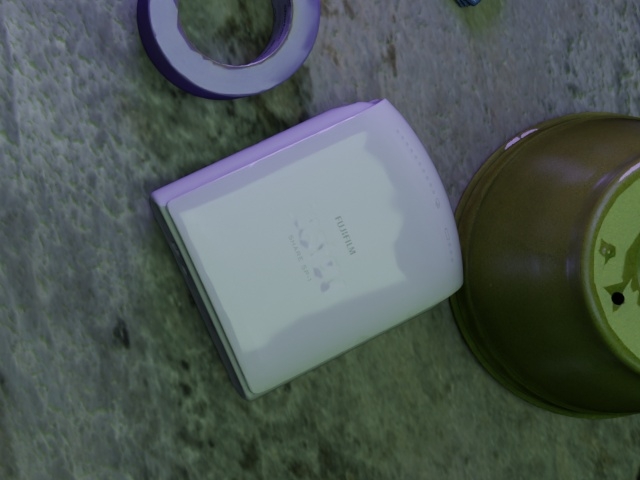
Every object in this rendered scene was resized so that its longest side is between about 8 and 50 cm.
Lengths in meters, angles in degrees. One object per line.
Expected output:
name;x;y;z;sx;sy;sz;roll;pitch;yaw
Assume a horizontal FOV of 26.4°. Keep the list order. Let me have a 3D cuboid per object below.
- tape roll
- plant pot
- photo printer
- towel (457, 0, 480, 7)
tape roll;-0.101;-0.248;1.482;0.189;0.080;0.189;-1;93;-17
plant pot;0.344;0.025;1.451;0.367;0.353;0.366;0;89;-5
photo printer;0.000;0.000;1.509;0.308;0.107;0.256;-25;99;-14
towel;0.156;-0.333;1.581;0.067;0.029;0.119;-44;103;-10
